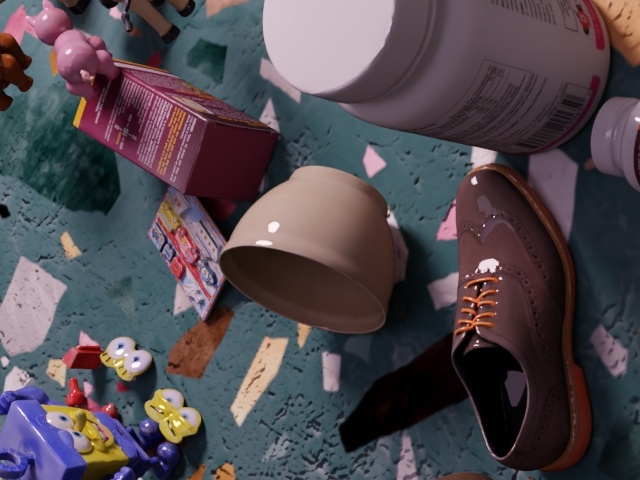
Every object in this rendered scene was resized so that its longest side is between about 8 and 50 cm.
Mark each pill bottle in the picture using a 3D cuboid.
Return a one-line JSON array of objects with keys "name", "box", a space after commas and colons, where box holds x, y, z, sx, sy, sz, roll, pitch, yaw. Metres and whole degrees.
[{"name": "pill bottle", "box": [0.097, -0.163, 1.294, 0.160, 0.283, 0.160, -5, 82, 40]}, {"name": "pill bottle", "box": [0.291, -0.071, 1.246, 0.152, 0.086, 0.086, 14, 95, 41]}]

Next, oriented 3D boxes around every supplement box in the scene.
[{"name": "supplement box", "box": [-0.148, -0.113, 1.621, 0.188, 0.104, 0.080, 31, 106, 39]}]

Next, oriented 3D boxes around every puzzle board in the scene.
[{"name": "puzzle board", "box": [-0.135, 0.005, 1.641, 0.128, 0.011, 0.096, 54, 136, 30]}]

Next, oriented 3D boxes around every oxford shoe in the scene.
[{"name": "oxford shoe", "box": [0.156, 0.059, 1.341, 0.097, 0.098, 0.271, -26, 69, 36]}]

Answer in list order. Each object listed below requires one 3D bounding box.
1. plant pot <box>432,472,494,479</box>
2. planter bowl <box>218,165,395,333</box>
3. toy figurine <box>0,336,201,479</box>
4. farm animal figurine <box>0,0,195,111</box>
[{"name": "plant pot", "box": [0.138, 0.308, 1.281, 0.215, 0.215, 0.230, -51, 42, 25]}, {"name": "planter bowl", "box": [0.000, 0.000, 1.461, 0.162, 0.162, 0.109, -1, 59, 41]}, {"name": "toy figurine", "box": [-0.234, 0.252, 1.583, 0.362, 0.217, 0.191, 46, 115, 35]}, {"name": "farm animal figurine", "box": [-0.272, -0.297, 1.632, 0.330, 0.172, 0.326, -18, 43, 37]}]
